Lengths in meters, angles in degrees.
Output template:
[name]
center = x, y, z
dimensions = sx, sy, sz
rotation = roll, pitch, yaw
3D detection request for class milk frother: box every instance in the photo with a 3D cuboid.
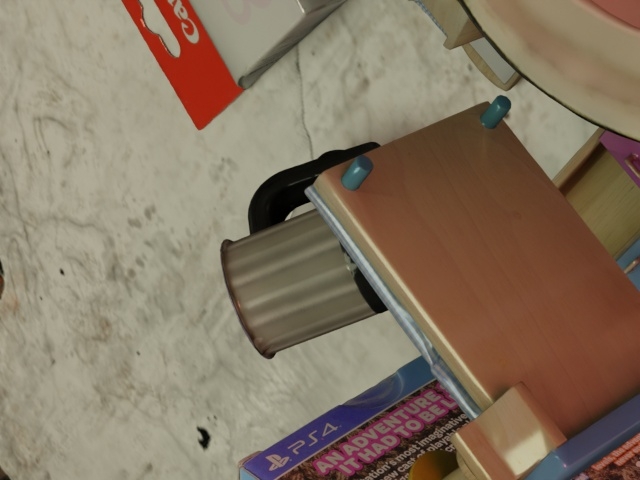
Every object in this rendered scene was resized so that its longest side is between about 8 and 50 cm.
[milk frother]
center = 0.025, 0.024, 1.138
dimensions = 0.135, 0.129, 0.143
rotation = -21, 123, 12

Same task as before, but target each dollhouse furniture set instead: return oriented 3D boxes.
[dollhouse furniture set]
center = 0.075, 0.005, 0.971
dimensions = 0.286, 0.303, 0.198
rotation = 52, 139, 13

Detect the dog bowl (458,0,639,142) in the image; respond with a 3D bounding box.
[dog bowl]
center = 0.210, -0.227, 0.625
dimensions = 0.408, 0.150, 0.408
rotation = -2, 87, 51

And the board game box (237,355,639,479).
[board game box]
center = 0.127, 0.209, 1.086
dimensions = 0.291, 0.232, 0.141
rotation = 30, 131, 35

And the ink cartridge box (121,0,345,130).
[ink cartridge box]
center = -0.096, -0.194, 1.244
dimensions = 0.232, 0.066, 0.189
rotation = -35, 84, 47

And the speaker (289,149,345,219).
[speaker]
center = 0.000, 0.000, 1.247
dimensions = 0.055, 0.055, 0.136
rotation = 45, 138, 20
